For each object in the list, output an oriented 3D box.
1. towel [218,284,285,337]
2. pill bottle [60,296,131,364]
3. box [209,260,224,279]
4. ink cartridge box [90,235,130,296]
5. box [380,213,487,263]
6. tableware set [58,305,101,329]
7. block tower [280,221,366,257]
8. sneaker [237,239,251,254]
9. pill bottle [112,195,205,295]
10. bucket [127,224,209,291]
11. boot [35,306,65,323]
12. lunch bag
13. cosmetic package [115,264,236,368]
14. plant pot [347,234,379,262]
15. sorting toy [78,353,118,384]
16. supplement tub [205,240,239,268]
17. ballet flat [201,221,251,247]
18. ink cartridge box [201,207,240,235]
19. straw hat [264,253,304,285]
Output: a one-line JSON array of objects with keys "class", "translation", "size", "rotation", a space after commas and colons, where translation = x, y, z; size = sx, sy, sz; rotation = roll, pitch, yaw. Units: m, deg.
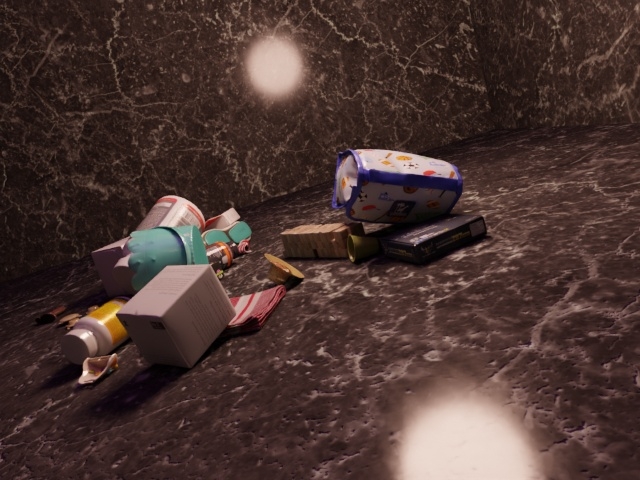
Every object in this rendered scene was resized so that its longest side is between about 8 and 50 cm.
[{"class": "towel", "translation": [-0.272, 0.197, 1.344], "size": [0.329, 0.037, 0.237], "rotation": [-14, 12, 15]}, {"class": "pill bottle", "translation": [-0.581, 0.241, 1.369], "size": [0.118, 0.117, 0.208], "rotation": [-12, 14, 21]}, {"class": "box", "translation": [-0.384, 0.116, 1.775], "size": [0.052, 0.062, 0.083], "rotation": [-11, 15, 33]}, {"class": "ink cartridge box", "translation": [-0.724, 0.080, 2.063], "size": [0.197, 0.198, 0.270], "rotation": [-9, 14, 32]}, {"class": "box", "translation": [0.310, -0.011, 1.425], "size": [0.233, 0.059, 0.183], "rotation": [-21, 12, -19]}, {"class": "tableware set", "translation": [-0.836, 0.267, 1.815], "size": [0.169, 0.020, 0.141], "rotation": [-22, 16, -28]}, {"class": "block tower", "translation": [0.000, 0.000, 1.705], "size": [0.091, 0.097, 0.336], "rotation": [-27, 15, -40]}, {"class": "sneaker", "translation": [-0.307, 0.025, 2.113], "size": [0.067, 0.042, 0.118], "rotation": [-16, 20, 24]}, {"class": "pill bottle", "translation": [-0.595, 0.021, 1.896], "size": [0.210, 0.210, 0.362], "rotation": [-9, 39, 31]}, {"class": "bucket", "translation": [-0.443, 0.085, 1.543], "size": [0.183, 0.280, 0.281], "rotation": [-13, 12, -3]}, {"class": "boot", "translation": [-1.013, 0.279, 1.967], "size": [0.107, 0.037, 0.114], "rotation": [-9, 10, 23]}, {"class": "lunch bag", "translation": [0.226, -0.169, 1.623], "size": [0.328, 0.238, 0.385], "rotation": [4, 3, -10]}, {"class": "cosmetic package", "translation": [-0.322, 0.167, 1.166], "size": [0.151, 0.151, 0.183], "rotation": [-3, 33, 34]}, {"class": "plant pot", "translation": [0.128, 0.019, 1.515], "size": [0.079, 0.083, 0.083], "rotation": [-6, 11, -10]}, {"class": "sorting toy", "translation": [-0.522, 0.306, 1.195], "size": [0.083, 0.044, 0.075], "rotation": [-12, 21, 19]}, {"class": "supplement tub", "translation": [-0.401, 0.068, 1.906], "size": [0.198, 0.105, 0.106], "rotation": [-26, 16, -36]}, {"class": "ballet flat", "translation": [-0.418, 0.017, 2.159], "size": [0.139, 0.139, 0.400], "rotation": [-13, 9, 18]}, {"class": "ink cartridge box", "translation": [-0.528, -0.017, 2.306], "size": [0.296, 0.066, 0.261], "rotation": [-35, 5, 19]}, {"class": "straw hat", "translation": [-0.122, 0.098, 1.501], "size": [0.061, 0.145, 0.144], "rotation": [-60, 14, 3]}]
